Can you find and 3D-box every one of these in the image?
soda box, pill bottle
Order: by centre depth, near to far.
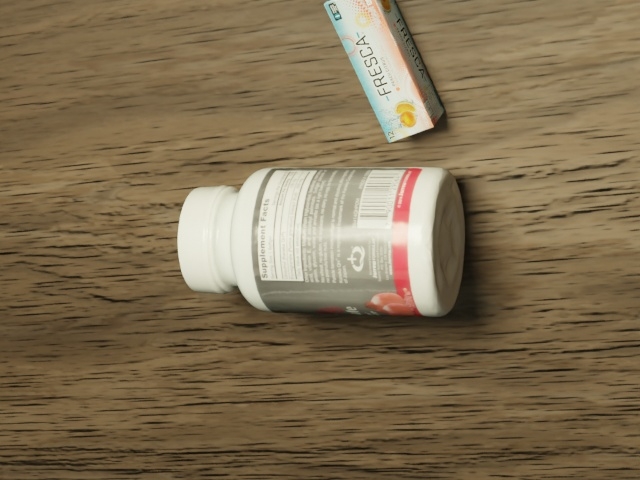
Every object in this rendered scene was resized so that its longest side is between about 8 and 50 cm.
[{"bbox_3d":[0.075,-0.209,1.717,0.063,0.058,0.183,-18,108,26],"label":"soda box"},{"bbox_3d":[0.000,0.000,1.779,0.318,0.176,0.176,1,116,19],"label":"pill bottle"}]
